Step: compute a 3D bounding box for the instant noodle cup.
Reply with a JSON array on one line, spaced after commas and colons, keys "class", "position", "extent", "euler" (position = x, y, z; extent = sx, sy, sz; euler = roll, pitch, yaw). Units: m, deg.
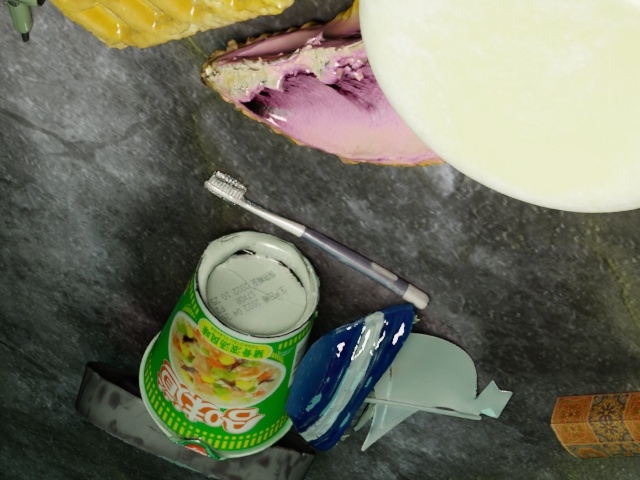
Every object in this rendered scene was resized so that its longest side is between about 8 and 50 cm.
[{"class": "instant noodle cup", "position": [-0.095, 0.116, 1.901], "extent": [0.207, 0.207, 0.233], "euler": [24, 142, -1]}]

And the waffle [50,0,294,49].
[{"class": "waffle", "position": [-0.173, -0.262, 1.454], "extent": [0.248, 0.055, 0.221], "euler": [-6, 149, 43]}]

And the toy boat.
[{"class": "toy boat", "position": [0.083, 0.186, 1.905], "extent": [0.210, 0.070, 0.291], "euler": [-39, 135, 12]}]

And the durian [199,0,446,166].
[{"class": "durian", "position": [0.041, -0.151, 1.471], "extent": [0.191, 0.112, 0.341], "euler": [31, 158, -29]}]

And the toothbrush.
[{"class": "toothbrush", "position": [0.000, 0.000, 1.810], "extent": [0.288, 0.024, 0.026], "euler": [30, 134, -9]}]

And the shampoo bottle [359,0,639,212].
[{"class": "shampoo bottle", "position": [0.196, -0.202, 1.091], "extent": [0.322, 0.317, 0.322], "euler": [21, 142, 17]}]

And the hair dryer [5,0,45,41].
[{"class": "hair dryer", "position": [-0.304, -0.235, 1.632], "extent": [0.071, 0.047, 0.150], "euler": [19, 156, 5]}]

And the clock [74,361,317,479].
[{"class": "clock", "position": [-0.164, 0.244, 2.120], "extent": [0.325, 0.067, 0.325], "euler": [21, 179, 0]}]

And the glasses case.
[{"class": "glasses case", "position": [0.374, 0.213, 1.860], "extent": [0.218, 0.049, 0.075], "euler": [-9, 137, 42]}]
